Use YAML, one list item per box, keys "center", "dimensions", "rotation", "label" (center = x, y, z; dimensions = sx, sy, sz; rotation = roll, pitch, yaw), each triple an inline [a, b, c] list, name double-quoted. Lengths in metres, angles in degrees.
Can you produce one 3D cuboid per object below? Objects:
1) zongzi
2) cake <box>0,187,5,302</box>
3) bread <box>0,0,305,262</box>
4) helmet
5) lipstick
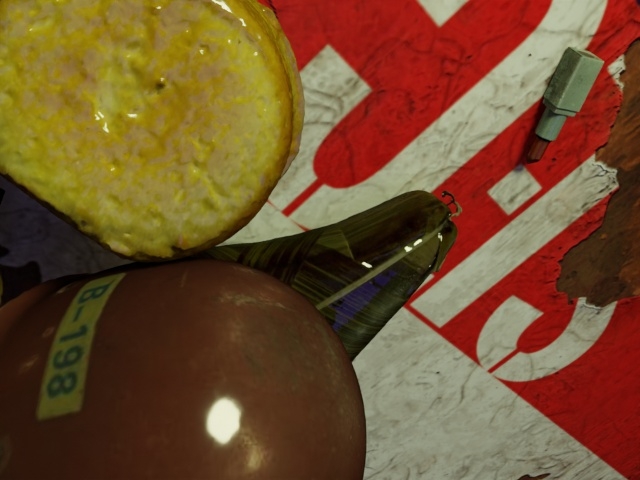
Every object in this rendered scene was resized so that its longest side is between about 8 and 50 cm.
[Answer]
- center: [0.000, 0.000, 0.708]
  dimensions: [0.241, 0.111, 0.247]
  rotation: [37, 102, -23]
  label: "zongzi"
- center: [-0.351, 0.042, 0.550]
  dimensions: [0.185, 0.208, 0.178]
  rotation: [-33, 134, -51]
  label: "cake"
- center: [-0.136, -0.108, 0.535]
  dimensions: [0.268, 0.145, 0.268]
  rotation: [-4, 113, -9]
  label: "bread"
- center: [-0.085, 0.161, 0.545]
  dimensions: [0.230, 0.385, 0.337]
  rotation: [-26, 122, 24]
  label: "helmet"
- center: [0.248, -0.134, 0.722]
  dimensions: [0.030, 0.030, 0.129]
  rotation: [5, 124, -21]
  label: "lipstick"
